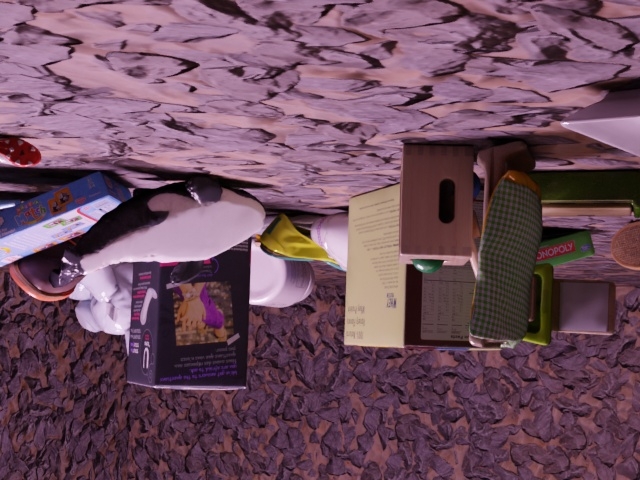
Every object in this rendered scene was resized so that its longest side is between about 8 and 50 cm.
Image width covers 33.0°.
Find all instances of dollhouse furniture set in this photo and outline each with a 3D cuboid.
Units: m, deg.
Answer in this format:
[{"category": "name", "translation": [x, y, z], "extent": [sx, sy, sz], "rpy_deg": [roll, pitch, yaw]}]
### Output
[{"category": "dollhouse furniture set", "translation": [0.253, 0.016, 1.124], "extent": [0.151, 0.198, 0.301], "rpy_deg": [2, 176, 16]}]

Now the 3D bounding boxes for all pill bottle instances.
[{"category": "pill bottle", "translation": [-0.094, 0.070, 2.208], "extent": [0.131, 0.131, 0.229], "rpy_deg": [0, 174, 18]}]

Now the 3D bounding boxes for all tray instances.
[{"category": "tray", "translation": [0.317, -0.089, 0.874], "extent": [0.145, 0.030, 0.270], "rpy_deg": [-3, 173, 38]}]

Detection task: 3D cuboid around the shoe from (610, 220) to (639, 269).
[{"category": "shoe", "translation": [0.519, 0.006, 1.578], "extent": [0.058, 0.077, 0.219], "rpy_deg": [11, 169, -31]}]

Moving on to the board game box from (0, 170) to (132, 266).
[{"category": "board game box", "translation": [-0.354, -0.022, 1.385], "extent": [0.211, 0.039, 0.160], "rpy_deg": [-23, 174, 0]}]

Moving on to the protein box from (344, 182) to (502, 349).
[{"category": "protein box", "translation": [0.130, 0.039, 1.394], "extent": [0.135, 0.201, 0.200], "rpy_deg": [4, 174, -20]}]

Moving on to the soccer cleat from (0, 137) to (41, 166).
[{"category": "soccer cleat", "translation": [-0.328, -0.093, 1.106], "extent": [0.083, 0.029, 0.035], "rpy_deg": [7, -178, -21]}]

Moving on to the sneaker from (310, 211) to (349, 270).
[{"category": "sneaker", "translation": [0.106, 0.008, 1.682], "extent": [0.152, 0.114, 0.305], "rpy_deg": [6, 169, 36]}]

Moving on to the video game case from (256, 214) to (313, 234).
[{"category": "video game case", "translation": [-0.070, -0.023, 1.793], "extent": [0.157, 0.019, 0.143], "rpy_deg": [-3, 173, 42]}]

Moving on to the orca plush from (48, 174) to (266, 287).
[{"category": "orca plush", "translation": [-0.213, -0.018, 1.354], "extent": [0.287, 0.151, 0.102], "rpy_deg": [-28, -133, -24]}]

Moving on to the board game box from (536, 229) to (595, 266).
[{"category": "board game box", "translation": [0.298, 0.039, 1.879], "extent": [0.213, 0.046, 0.317], "rpy_deg": [-15, 180, -19]}]

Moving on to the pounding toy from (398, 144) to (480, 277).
[{"category": "pounding toy", "translation": [0.131, -0.017, 1.114], "extent": [0.100, 0.141, 0.130], "rpy_deg": [1, 175, 4]}]

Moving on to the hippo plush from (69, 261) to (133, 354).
[{"category": "hippo plush", "translation": [-0.376, 0.066, 2.196], "extent": [0.236, 0.234, 0.294], "rpy_deg": [-29, -154, -26]}]

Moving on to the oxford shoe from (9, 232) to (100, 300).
[{"category": "oxford shoe", "translation": [-0.354, 0.006, 1.559], "extent": [0.098, 0.097, 0.271], "rpy_deg": [-44, -177, 21]}]

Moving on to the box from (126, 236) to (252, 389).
[{"category": "box", "translation": [-0.194, 0.081, 1.601], "extent": [0.143, 0.271, 0.165], "rpy_deg": [5, 175, -23]}]

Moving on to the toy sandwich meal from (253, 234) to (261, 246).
[{"category": "toy sandwich meal", "translation": [-0.084, 0.000, 2.017], "extent": [0.085, 0.029, 0.085], "rpy_deg": [5, 178, 0]}]

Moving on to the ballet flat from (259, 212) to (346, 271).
[{"category": "ballet flat", "translation": [0.000, 0.000, 1.715], "extent": [0.231, 0.077, 0.077], "rpy_deg": [12, -163, -48]}]

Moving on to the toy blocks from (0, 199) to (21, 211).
[{"category": "toy blocks", "translation": [-0.497, -0.040, 1.585], "extent": [0.148, 0.054, 0.123], "rpy_deg": [-6, 177, 9]}]
